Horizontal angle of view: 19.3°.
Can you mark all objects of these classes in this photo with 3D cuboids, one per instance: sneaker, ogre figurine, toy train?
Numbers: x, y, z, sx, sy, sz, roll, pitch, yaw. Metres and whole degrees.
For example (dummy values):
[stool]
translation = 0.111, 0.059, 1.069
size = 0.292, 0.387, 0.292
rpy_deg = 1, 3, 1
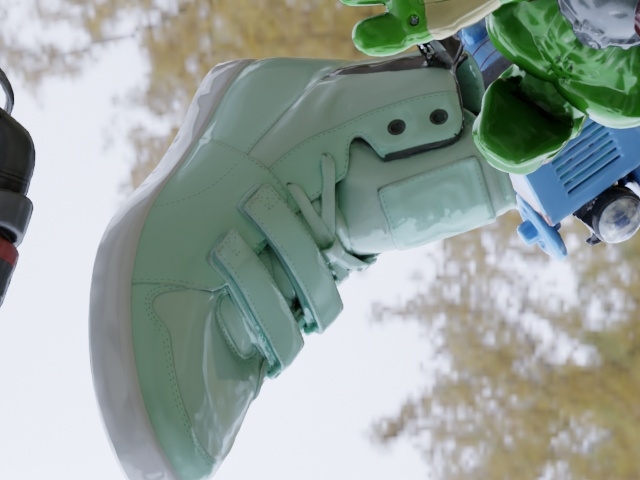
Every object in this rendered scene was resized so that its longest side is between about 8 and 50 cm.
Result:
[sneaker]
translation = 0.000, -0.001, 0.794
size = 0.151, 0.094, 0.256
rpy_deg = -7, -139, 23
[ogre figurine]
translation = 0.078, -0.060, 0.520
size = 0.197, 0.096, 0.118
rpy_deg = 17, -173, 9
[toy train]
translation = 0.103, -0.068, 0.963
size = 0.080, 0.105, 0.184
rpy_deg = -33, -141, -2

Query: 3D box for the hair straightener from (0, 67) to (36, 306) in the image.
[hair straightener]
translation = -0.140, 0.050, 0.607
size = 0.047, 0.230, 0.089
rpy_deg = 12, -176, -25
